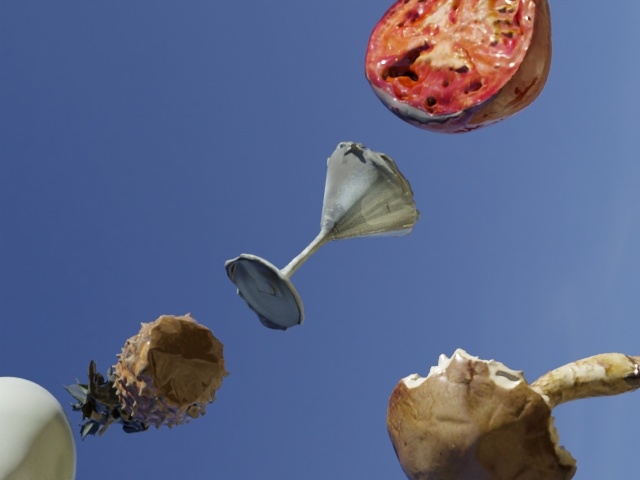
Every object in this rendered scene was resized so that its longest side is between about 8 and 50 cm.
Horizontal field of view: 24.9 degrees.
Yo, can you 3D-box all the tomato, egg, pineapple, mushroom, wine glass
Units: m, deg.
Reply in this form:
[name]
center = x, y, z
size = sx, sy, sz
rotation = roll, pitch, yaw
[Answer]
[tomato]
center = 0.124, -0.145, 1.167
size = 0.082, 0.166, 0.174
rotation = 35, -151, -38
[egg]
center = -0.325, 0.239, 1.470
size = 0.151, 0.151, 0.209
rotation = 58, -153, -51
[pineapple]
center = -0.275, 0.221, 2.114
size = 0.165, 0.364, 0.166
rotation = 14, -116, -30
[mushroom]
center = 0.230, 0.233, 1.711
size = 0.301, 0.233, 0.208
rotation = 6, -97, -47
[wine glass]
center = 0.000, 0.000, 1.820
size = 0.232, 0.156, 0.156
rotation = -44, -45, -31
